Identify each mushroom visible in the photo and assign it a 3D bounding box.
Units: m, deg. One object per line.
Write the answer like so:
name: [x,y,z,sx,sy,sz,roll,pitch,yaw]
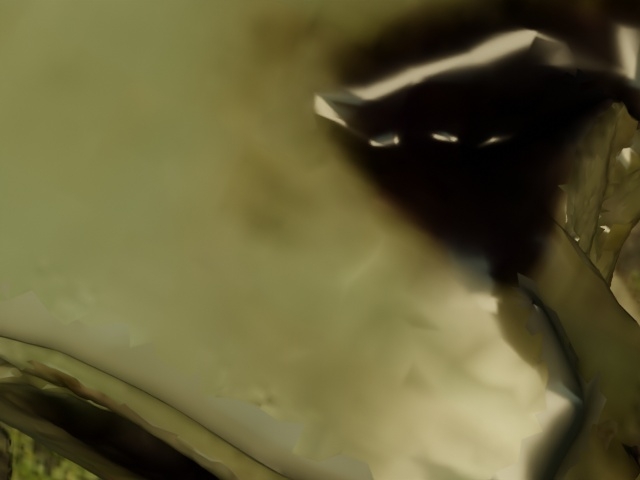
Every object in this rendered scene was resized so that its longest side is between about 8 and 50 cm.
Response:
mushroom: [-0.001,-0.009,0.482,0.292,0.212,0.217,23,72,25]
